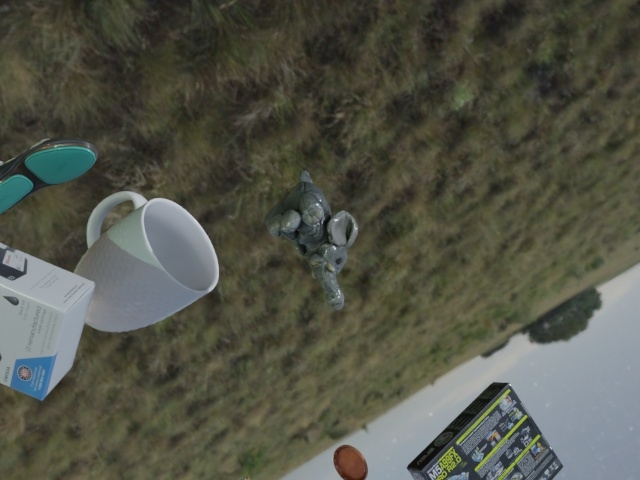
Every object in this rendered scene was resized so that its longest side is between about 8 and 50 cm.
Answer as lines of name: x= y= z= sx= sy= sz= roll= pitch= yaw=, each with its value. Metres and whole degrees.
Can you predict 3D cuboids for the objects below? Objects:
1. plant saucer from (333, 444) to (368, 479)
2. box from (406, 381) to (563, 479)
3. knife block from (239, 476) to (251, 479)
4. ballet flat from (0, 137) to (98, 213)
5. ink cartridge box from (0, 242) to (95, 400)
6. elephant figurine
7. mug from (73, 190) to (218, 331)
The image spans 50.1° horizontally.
plant saucer: x=0.062 y=0.455 z=1.393 sx=0.013 sy=0.084 sz=0.083 roll=-19 pitch=161 yaw=-50
box: x=0.331 y=0.448 z=1.354 sx=0.270 sy=0.216 sz=0.060 roll=-36 pitch=-175 yaw=-25
knife block: x=-0.165 y=0.734 z=1.710 sx=0.088 sy=0.242 sz=0.276 roll=-29 pitch=-167 yaw=15
ballet flat: x=-0.406 y=-0.106 z=0.973 sx=0.203 sy=0.074 sz=0.074 roll=-25 pitch=168 yaw=12
ink cartridge box: x=-0.627 y=0.137 z=1.325 sx=0.129 sy=0.307 sz=0.223 roll=-69 pitch=-178 yaw=-66
elephant figurine: x=0.000 y=0.000 z=1.527 sx=0.186 sy=0.239 sz=0.169 roll=-46 pitch=-155 yaw=-3
mug: x=-0.496 y=0.047 z=1.794 sx=0.328 sy=0.374 sz=0.276 roll=-31 pitch=161 yaw=21
